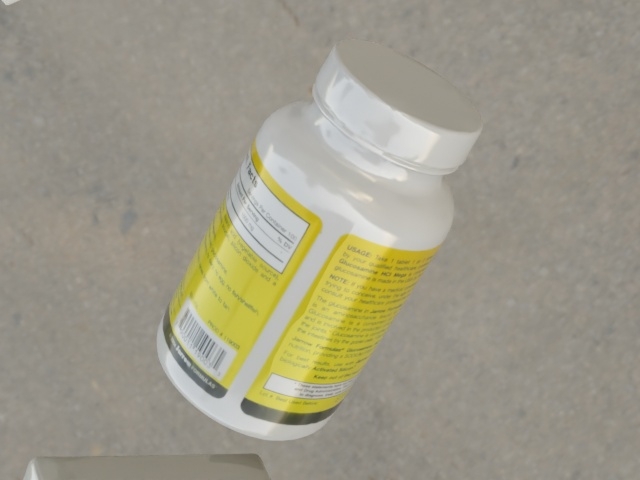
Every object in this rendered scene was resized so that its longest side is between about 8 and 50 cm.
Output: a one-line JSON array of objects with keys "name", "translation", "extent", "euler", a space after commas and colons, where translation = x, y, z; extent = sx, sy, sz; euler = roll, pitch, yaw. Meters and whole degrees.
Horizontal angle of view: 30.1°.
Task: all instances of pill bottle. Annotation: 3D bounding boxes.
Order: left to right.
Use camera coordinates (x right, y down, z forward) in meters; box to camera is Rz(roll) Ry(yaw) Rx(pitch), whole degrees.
[{"name": "pill bottle", "translation": [0.000, 0.000, 1.055], "extent": [0.188, 0.188, 0.334], "euler": [39, 118, 17]}]

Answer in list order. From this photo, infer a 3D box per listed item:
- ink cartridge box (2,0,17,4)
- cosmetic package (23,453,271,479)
[{"name": "ink cartridge box", "translation": [-0.182, -0.308, 0.955], "extent": [0.172, 0.237, 0.100], "euler": [85, 160, -75]}, {"name": "cosmetic package", "translation": [-0.125, 0.322, 0.703], "extent": [0.197, 0.155, 0.366], "euler": [55, 130, 46]}]
